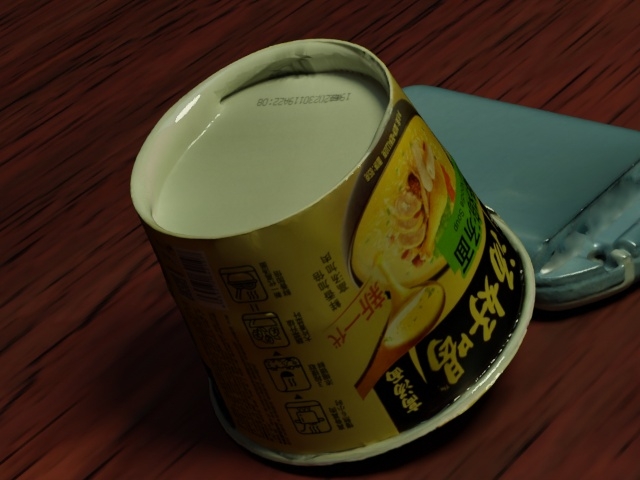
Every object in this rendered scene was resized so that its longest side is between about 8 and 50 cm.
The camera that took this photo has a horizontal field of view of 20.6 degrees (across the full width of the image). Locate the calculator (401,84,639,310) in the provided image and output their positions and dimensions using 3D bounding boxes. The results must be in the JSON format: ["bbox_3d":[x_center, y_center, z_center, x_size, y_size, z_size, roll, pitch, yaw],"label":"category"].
[{"bbox_3d":[0.076,-0.025,0.843,0.210,0.039,0.121,16,40,38],"label":"calculator"}]

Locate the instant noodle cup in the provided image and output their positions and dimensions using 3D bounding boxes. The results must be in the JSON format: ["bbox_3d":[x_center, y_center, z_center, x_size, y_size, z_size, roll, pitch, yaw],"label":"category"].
[{"bbox_3d":[0.000,0.000,0.719,0.151,0.122,0.151,-16,43,15],"label":"instant noodle cup"}]
